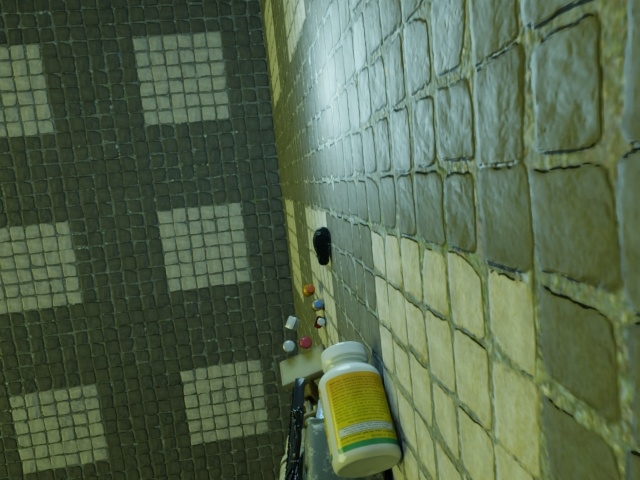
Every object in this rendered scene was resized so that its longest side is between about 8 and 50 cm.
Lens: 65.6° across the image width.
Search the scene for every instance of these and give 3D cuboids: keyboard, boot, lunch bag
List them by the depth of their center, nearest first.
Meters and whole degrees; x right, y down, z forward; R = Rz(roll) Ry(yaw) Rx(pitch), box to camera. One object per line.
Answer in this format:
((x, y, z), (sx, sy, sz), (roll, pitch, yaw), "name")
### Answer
((0.039, 0.521, 1.001), (0.287, 0.169, 0.235), (93, 176, -47), "lunch bag")
((-0.057, 0.442, 1.029), (0.201, 0.033, 0.317), (99, 175, -51), "keyboard")
((0.001, 0.000, 1.354), (0.099, 0.045, 0.121), (-105, 10, -61), "boot")

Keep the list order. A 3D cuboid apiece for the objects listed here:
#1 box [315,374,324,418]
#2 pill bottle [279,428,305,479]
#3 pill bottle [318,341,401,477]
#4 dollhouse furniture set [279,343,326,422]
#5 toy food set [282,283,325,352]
((0.014, 0.575, 1.359), (0.293, 0.073, 0.295), (-80, -7, -49), "box")
((-0.050, 0.893, 1.812), (0.361, 0.204, 0.204), (-88, -3, -53), "pill bottle")
((0.060, 0.291, 0.875), (0.117, 0.118, 0.208), (92, 168, -49), "pill bottle")
((-0.013, 0.493, 1.712), (0.212, 0.161, 0.242), (-106, -10, -51), "dollhouse furniture set")
((-0.047, 0.262, 1.619), (0.104, 0.111, 0.232), (121, 173, -78), "toy food set")
